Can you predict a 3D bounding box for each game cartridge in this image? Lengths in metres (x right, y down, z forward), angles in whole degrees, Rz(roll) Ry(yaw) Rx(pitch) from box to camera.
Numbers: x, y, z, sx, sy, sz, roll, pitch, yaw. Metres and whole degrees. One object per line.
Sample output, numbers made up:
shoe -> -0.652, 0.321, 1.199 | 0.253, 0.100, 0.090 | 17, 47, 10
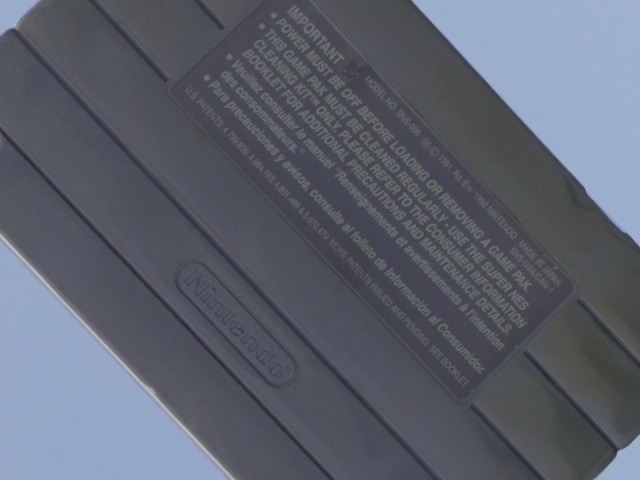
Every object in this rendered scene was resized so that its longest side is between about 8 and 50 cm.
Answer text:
game cartridge -> 0.000, 0.000, 0.886 | 0.230, 0.068, 0.355 | -44, -86, -12
